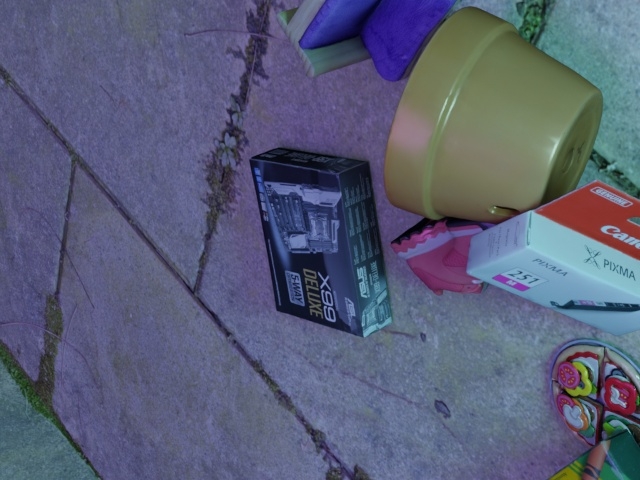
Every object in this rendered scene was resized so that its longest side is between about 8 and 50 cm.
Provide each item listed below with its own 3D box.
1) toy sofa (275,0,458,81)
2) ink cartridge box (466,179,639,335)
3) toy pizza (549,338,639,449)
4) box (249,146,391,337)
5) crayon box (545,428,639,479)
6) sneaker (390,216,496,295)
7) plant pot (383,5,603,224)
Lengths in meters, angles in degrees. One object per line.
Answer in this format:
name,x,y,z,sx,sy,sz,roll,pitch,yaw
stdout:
toy sofa,0.095,-0.371,1.726,0.177,0.150,0.362,59,144,12
ink cartridge box,0.368,0.032,1.535,0.239,0.275,0.060,-28,46,55
toy pizza,0.414,0.243,1.774,0.201,0.032,0.201,29,131,40
box,0.000,0.000,2.127,0.242,0.076,0.307,15,121,47
crayon box,0.442,0.459,1.705,0.202,0.081,0.318,-48,64,38
sneaker,0.239,0.012,1.823,0.136,0.116,0.314,58,152,-7
plant pot,0.241,-0.141,1.587,0.203,0.291,0.291,24,130,22
